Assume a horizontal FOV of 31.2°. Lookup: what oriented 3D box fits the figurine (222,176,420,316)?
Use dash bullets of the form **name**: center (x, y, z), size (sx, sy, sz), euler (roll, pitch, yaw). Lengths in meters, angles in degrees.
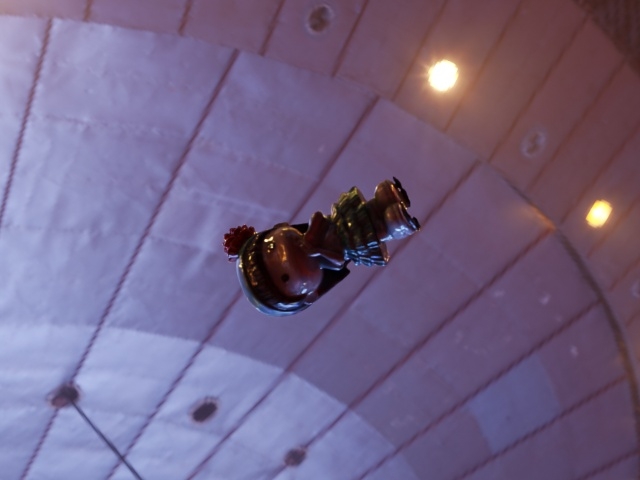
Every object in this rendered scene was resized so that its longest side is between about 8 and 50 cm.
- **figurine**: center (0.000, 0.000, 0.624), size (0.106, 0.060, 0.047), euler (-27, -12, 13)
